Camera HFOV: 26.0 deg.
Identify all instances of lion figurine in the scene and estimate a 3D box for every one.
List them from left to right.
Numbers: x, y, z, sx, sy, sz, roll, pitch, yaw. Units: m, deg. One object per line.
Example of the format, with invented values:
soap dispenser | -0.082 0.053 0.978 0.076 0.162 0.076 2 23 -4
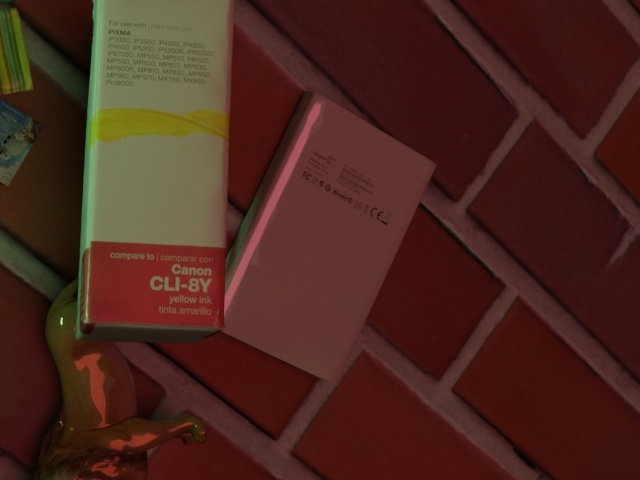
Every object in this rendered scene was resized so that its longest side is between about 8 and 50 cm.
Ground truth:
lion figurine | -0.284 0.187 1.789 0.240 0.142 0.392 -9 88 -20

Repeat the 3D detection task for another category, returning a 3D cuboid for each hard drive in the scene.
hard drive | 0.000 0.000 1.952 0.233 0.047 0.353 28 83 -30

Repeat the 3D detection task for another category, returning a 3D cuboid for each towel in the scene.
towel | -0.453 -0.203 1.583 0.237 0.021 0.102 -13 85 -24

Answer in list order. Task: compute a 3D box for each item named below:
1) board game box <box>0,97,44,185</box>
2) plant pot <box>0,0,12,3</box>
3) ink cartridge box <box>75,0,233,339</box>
board game box | -0.405 -0.129 1.719 0.090 0.020 0.090 34 82 -29
plant pot | -0.477 -0.397 1.477 0.334 0.341 0.341 2 97 -37
ink cartridge box | -0.198 -0.078 1.631 0.160 0.279 0.384 3 82 -10
